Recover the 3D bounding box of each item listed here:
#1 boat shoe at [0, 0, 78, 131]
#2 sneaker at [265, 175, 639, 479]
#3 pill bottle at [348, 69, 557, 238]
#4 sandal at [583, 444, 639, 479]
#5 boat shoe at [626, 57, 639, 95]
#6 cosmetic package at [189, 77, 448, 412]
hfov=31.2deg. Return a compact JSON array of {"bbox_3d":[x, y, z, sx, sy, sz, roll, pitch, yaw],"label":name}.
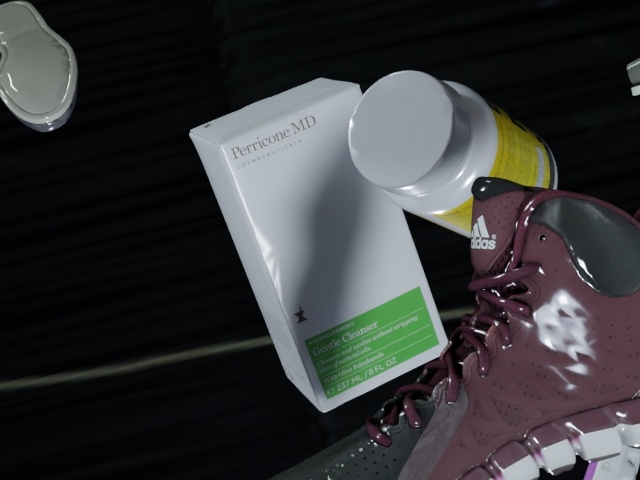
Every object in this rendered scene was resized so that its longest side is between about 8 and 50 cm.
[{"bbox_3d":[-0.260,-0.150,1.052,0.206,0.075,0.065,-125,16,-46],"label":"boat shoe"},{"bbox_3d":[0.076,0.054,0.616,0.106,0.281,0.162,-144,34,-75],"label":"sneaker"},{"bbox_3d":[0.118,-0.071,1.006,0.208,0.119,0.119,19,-128,-57],"label":"pill bottle"},{"bbox_3d":[0.334,0.172,1.325,0.416,0.102,0.169,-60,-23,-45],"label":"sandal"},{"bbox_3d":[0.491,-0.269,1.346,0.091,0.305,0.109,61,-147,-1],"label":"boat shoe"},{"bbox_3d":[0.000,0.000,1.437,0.365,0.197,0.155,69,167,-19],"label":"cosmetic package"}]
